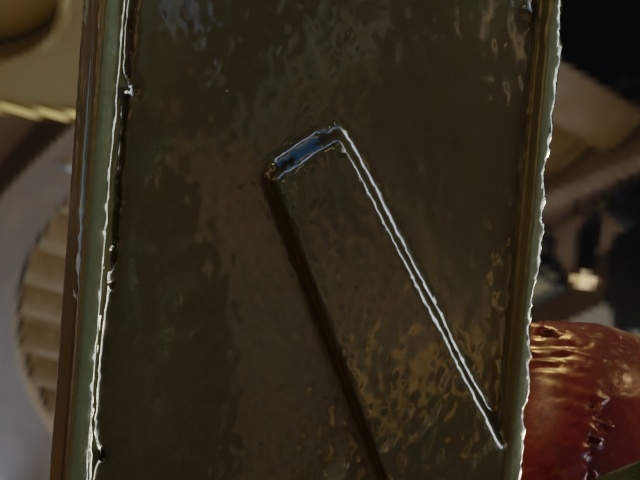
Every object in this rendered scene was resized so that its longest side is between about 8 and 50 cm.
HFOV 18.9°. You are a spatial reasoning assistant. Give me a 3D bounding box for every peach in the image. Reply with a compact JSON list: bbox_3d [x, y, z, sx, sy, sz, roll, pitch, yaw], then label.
[{"bbox_3d":[0.115,0.163,0.959,0.154,0.267,0.158,34,-29,-29],"label":"peach"}]

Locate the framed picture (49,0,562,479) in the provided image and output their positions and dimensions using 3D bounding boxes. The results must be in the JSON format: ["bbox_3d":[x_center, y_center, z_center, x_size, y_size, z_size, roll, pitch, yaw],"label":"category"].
[{"bbox_3d":[0.000,0.000,0.683,0.192,0.265,0.018,3,4,-30],"label":"framed picture"}]

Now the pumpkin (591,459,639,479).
[{"bbox_3d":[0.169,0.132,0.383,0.291,0.257,0.327,1,-33,-38],"label":"pumpkin"}]
